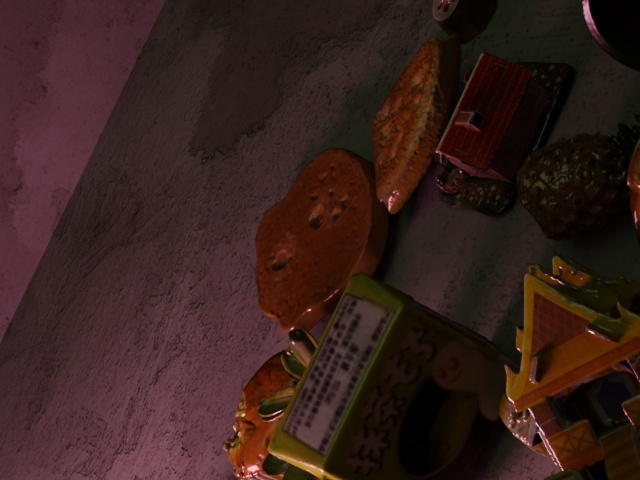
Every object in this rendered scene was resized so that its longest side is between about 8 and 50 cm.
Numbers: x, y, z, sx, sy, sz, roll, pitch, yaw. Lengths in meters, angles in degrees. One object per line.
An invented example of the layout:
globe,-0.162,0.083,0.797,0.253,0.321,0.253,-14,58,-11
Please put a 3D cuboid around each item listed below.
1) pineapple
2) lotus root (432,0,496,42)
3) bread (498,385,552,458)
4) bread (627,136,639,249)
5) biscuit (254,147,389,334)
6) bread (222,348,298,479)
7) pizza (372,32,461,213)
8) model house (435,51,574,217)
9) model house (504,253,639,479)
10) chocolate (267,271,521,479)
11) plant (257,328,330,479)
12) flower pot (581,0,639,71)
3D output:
pineapple,0.437,-0.101,1.622,0.279,0.158,0.157,-20,49,29
lotus root,0.275,-0.454,2.167,0.112,0.081,0.122,-52,32,27
bread,0.298,0.232,1.563,0.103,0.110,0.156,-59,29,15
bread,0.503,-0.081,1.388,0.148,0.270,0.269,30,90,49
biscuit,0.002,0.001,2.189,0.365,0.062,0.385,-46,35,26
bread,-0.069,0.322,1.974,0.179,0.133,0.250,32,93,54
pizza,0.186,-0.217,2.034,0.268,0.087,0.258,-87,23,-44
model house,0.271,-0.209,1.902,0.207,0.154,0.293,18,81,56
model house,0.376,0.131,1.285,0.358,0.242,0.312,-36,78,35
chocolate,0.121,0.241,1.622,0.137,0.289,0.300,16,79,60
plant,0.048,0.244,1.767,0.297,0.261,0.305,112,170,-52
flower pot,0.533,-0.393,1.642,0.269,0.269,0.166,-31,20,38
